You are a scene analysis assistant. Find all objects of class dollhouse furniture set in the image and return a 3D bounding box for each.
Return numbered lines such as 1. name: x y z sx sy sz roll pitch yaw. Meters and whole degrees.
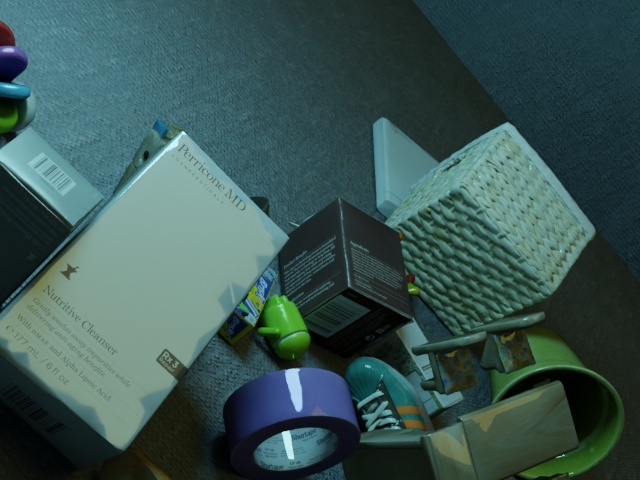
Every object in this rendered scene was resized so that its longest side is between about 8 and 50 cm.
1. dollhouse furniture set: 0.267 0.326 1.538 0.394 0.256 0.362 -13 87 -30
2. dollhouse furniture set: -0.272 -0.119 1.644 0.129 0.129 0.184 25 13 -40

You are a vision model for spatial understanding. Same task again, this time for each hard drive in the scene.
1. hard drive: 0.226 -0.133 2.450 0.233 0.047 0.353 37 31 -25

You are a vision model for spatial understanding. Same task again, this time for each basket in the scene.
1. basket: 0.352 -0.010 2.156 0.331 0.328 0.266 49 46 -8

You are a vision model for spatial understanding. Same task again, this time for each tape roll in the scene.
1. tape roll: -0.042 0.266 1.421 0.189 0.189 0.080 24 38 -41

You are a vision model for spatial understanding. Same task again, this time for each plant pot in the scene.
1. plant pot: 0.463 0.316 2.074 0.276 0.276 0.254 42 17 -17

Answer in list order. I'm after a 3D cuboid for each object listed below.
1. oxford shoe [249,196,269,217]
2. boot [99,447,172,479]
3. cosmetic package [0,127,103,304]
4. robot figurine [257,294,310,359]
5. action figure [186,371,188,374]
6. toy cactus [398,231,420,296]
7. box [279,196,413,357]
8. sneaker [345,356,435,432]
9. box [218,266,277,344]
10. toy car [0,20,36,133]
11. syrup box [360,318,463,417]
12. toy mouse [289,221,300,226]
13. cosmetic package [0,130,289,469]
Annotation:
1. oxford shoe: -0.140 0.002 1.728 0.212 0.076 0.076 -49 139 -52
2. boot: -0.143 0.386 1.250 0.295 0.104 0.211 54 15 20
3. cosmetic package: -0.386 -0.007 1.187 0.127 0.238 0.107 43 26 -10
4. robot figurine: -0.059 0.149 1.665 0.101 0.067 0.115 15 44 -60
5. action figure: -0.226 0.052 1.459 0.164 0.141 0.276 15 41 -50
6. toy cactus: 0.133 0.080 2.004 0.219 0.112 0.180 50 37 -44
7. box: 0.042 0.070 1.788 0.167 0.168 0.203 28 41 -35
8. sneaker: 0.130 0.336 1.679 0.302 0.108 0.121 57 24 7
9. box: -0.125 0.096 1.638 0.054 0.059 0.169 44 29 -12
10. toy car: -0.483 -0.246 1.432 0.159 0.136 0.182 -3 59 -58
11. syrup box: 0.155 0.226 1.863 0.096 0.093 0.237 -7 62 -58
12. toy mouse: 0.000 0.000 1.969 0.143 0.031 0.161 42 29 -16
13. cosmetic package: -0.239 0.069 1.255 0.217 0.156 0.385 44 55 -12
